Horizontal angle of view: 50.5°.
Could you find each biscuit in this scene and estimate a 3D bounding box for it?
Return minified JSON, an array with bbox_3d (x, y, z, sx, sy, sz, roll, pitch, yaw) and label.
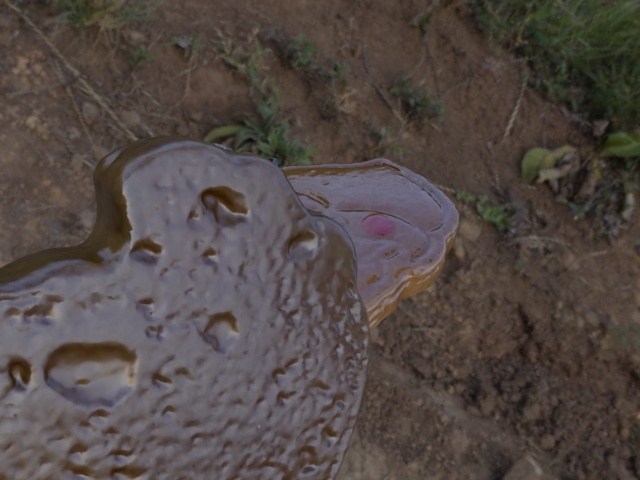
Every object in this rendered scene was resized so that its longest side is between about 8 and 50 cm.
[{"bbox_3d":[-0.106,0.104,0.513,0.381,0.359,0.074,23,-8,-40],"label":"biscuit"},{"bbox_3d":[0.000,-0.001,0.969,0.349,0.078,0.455,21,42,25],"label":"biscuit"}]

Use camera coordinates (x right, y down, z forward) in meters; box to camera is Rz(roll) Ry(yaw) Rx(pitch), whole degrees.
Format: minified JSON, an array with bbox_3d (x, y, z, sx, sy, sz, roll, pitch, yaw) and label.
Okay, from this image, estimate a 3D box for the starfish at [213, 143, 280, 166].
[{"bbox_3d":[-0.140,-0.106,1.210,0.213,0.237,0.057,58,32,-56],"label":"starfish"}]
